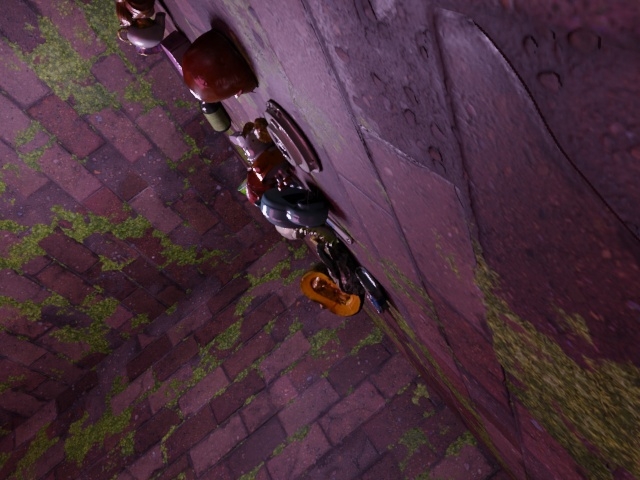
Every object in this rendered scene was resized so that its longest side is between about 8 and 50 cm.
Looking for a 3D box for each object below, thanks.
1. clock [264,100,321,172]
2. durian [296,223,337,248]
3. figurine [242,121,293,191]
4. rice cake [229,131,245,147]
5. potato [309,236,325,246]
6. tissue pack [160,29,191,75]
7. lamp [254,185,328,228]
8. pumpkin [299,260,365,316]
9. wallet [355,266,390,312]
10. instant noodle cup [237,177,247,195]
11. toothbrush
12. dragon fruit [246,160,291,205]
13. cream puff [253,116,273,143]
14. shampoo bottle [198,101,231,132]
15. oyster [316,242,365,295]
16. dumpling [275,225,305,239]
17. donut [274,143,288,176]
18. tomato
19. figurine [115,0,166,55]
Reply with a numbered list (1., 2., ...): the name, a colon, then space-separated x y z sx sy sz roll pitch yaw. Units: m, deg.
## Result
1. clock: -0.090 -0.269 1.212 0.236 0.053 0.236 50 174 7
2. durian: -0.059 -0.083 1.887 0.375 0.132 0.107 41 -178 39
3. figurine: -0.180 -0.288 1.506 0.271 0.143 0.143 64 -179 24
4. rice cake: -0.447 -0.553 2.421 0.072 0.056 0.365 56 174 -23
5. potato: 0.000 0.000 2.304 0.096 0.066 0.103 37 171 -4
6. tissue pack: -0.531 -0.709 1.819 0.148 0.092 0.246 46 172 41
7. lamp: -0.089 -0.115 1.558 0.284 0.209 0.147 7 109 51
8. pumpkin: 0.067 0.223 2.194 0.325 0.242 0.232 33 -152 -4
9. wallet: 0.218 0.208 1.846 0.141 0.059 0.202 56 178 41
10. instant noodle cup: -0.347 -0.300 2.706 0.233 0.207 0.207 44 178 -20
11. toothbrush: -0.001 -0.119 1.657 0.386 0.040 0.040 45 173 25
12. dragon fruit: -0.189 -0.231 1.827 0.148 0.218 0.223 17 118 24
13. cream puff: -0.182 -0.350 1.419 0.083 0.058 0.083 48 172 22
14. shampoo bottle: -0.547 -0.664 2.251 0.101 0.101 0.284 49 175 24
15. oyster: 0.100 0.124 1.972 0.351 0.158 0.162 46 -140 -23
16. dumpling: -0.155 -0.127 2.514 0.318 0.187 0.242 -156 66 -63
17. donut: -0.189 -0.318 1.650 0.190 0.074 0.174 47 177 -24
18. tomato: -0.285 -0.444 1.184 0.180 0.155 0.214 59 173 -34
19. figurine: -0.658 -0.822 1.620 0.142 0.190 0.263 45 152 28
